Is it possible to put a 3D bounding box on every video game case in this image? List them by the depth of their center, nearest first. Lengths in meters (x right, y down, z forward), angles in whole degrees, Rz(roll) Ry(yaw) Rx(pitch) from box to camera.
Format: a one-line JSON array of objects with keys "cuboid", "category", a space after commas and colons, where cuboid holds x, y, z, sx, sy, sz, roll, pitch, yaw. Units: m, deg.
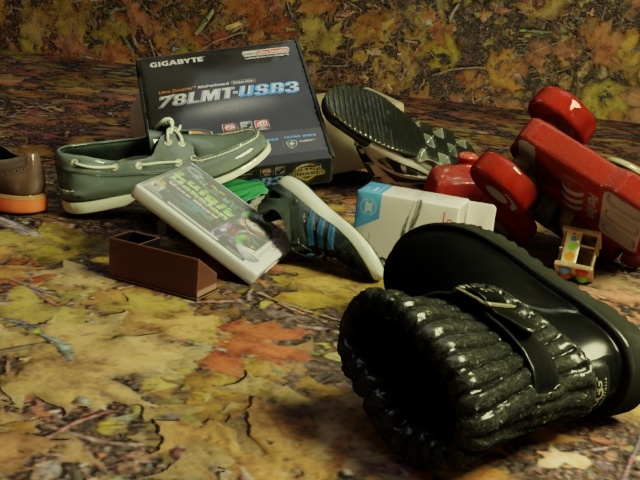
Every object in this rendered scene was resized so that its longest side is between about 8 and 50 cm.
[{"cuboid": [-0.134, -0.028, 1.185, 0.190, 0.022, 0.173, 36, 20, 4], "category": "video game case"}]

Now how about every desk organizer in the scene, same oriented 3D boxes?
[{"cuboid": [-0.187, 0.028, 1.070, 0.130, 0.050, 0.047, 13, 18, 23], "category": "desk organizer"}]

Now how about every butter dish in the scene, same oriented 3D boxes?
[{"cuboid": [0.240, -0.090, 1.508, 0.160, 0.118, 0.160, 5, 15, -3], "category": "butter dish"}]

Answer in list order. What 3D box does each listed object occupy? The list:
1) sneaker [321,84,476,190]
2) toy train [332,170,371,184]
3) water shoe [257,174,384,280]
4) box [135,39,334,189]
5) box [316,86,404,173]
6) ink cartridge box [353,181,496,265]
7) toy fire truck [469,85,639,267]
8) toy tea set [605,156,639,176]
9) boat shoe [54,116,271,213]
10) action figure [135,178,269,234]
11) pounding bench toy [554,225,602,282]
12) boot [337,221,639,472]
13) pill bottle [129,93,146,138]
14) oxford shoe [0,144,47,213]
[{"cuboid": [0.114, -0.154, 1.585, 0.331, 0.146, 0.122, 23, 49, -31], "category": "sneaker"}, {"cuboid": [0.025, -0.134, 1.750, 0.158, 0.027, 0.036, 12, 15, 22], "category": "toy train"}, {"cuboid": [0.000, 0.000, 1.199, 0.203, 0.080, 0.073, 43, -5, 26], "category": "water shoe"}, {"cuboid": [-0.151, -0.208, 1.525, 0.296, 0.073, 0.293, -8, 54, -9], "category": "box"}, {"cuboid": [-0.011, -0.199, 1.704, 0.311, 0.121, 0.148, -13, 28, -26], "category": "box"}, {"cuboid": [0.138, -0.011, 1.222, 0.180, 0.104, 0.060, 11, 17, 19], "category": "ink cartridge box"}, {"cuboid": [0.370, -0.059, 1.306, 0.254, 0.169, 0.302, 40, -8, 24], "category": "toy fire truck"}, {"cuboid": [0.506, -0.063, 1.589, 0.200, 0.124, 0.336, 31, 0, -28], "category": "toy tea set"}, {"cuboid": [-0.232, -0.126, 1.328, 0.320, 0.099, 0.116, -15, 25, -8], "category": "boat shoe"}, {"cuboid": [-0.148, -0.055, 1.350, 0.137, 0.063, 0.232, 12, 21, 28], "category": "action figure"}, {"cuboid": [0.359, 0.028, 1.255, 0.052, 0.065, 0.083, 12, -17, 21], "category": "pounding bench toy"}, {"cuboid": [0.108, 0.078, 0.856, 0.260, 0.131, 0.348, -6, 20, -34], "category": "boot"}, {"cuboid": [-0.230, -0.249, 1.781, 0.182, 0.181, 0.323, 13, 17, 23], "category": "pill bottle"}, {"cuboid": [-0.524, -0.112, 1.351, 0.272, 0.098, 0.097, 11, 17, 17], "category": "oxford shoe"}]
